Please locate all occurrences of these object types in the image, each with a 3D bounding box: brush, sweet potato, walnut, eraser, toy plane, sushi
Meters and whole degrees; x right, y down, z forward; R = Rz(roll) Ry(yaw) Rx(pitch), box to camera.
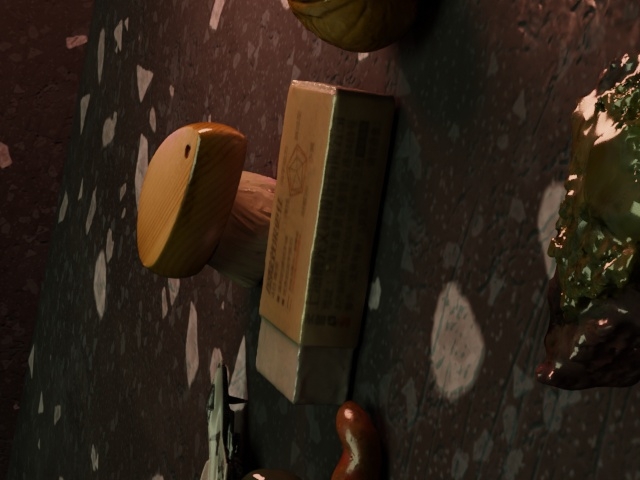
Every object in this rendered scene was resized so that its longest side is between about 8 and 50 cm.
[{"bbox_3d":[-0.123,-0.053,1.460,0.267,0.166,0.174,129,142,-52],"label":"brush"},{"bbox_3d":[0.037,0.257,1.149,0.055,0.058,0.202,99,167,-67],"label":"sweet potato"},{"bbox_3d":[0.036,-0.265,1.176,0.180,0.144,0.144,22,105,63],"label":"walnut"},{"bbox_3d":[0.000,0.000,1.269,0.144,0.078,0.344,-151,68,-66],"label":"eraser"},{"bbox_3d":[-0.129,0.280,1.529,0.160,0.082,0.234,136,150,-72],"label":"toy plane"},{"bbox_3d":[0.210,-0.021,0.742,0.241,0.107,0.161,121,150,-46],"label":"sushi"}]

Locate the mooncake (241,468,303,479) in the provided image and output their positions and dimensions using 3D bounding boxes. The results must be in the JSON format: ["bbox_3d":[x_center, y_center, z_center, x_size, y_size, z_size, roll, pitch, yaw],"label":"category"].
[{"bbox_3d":[-0.041,0.317,1.181,0.175,0.168,0.104,52,132,38],"label":"mooncake"}]
